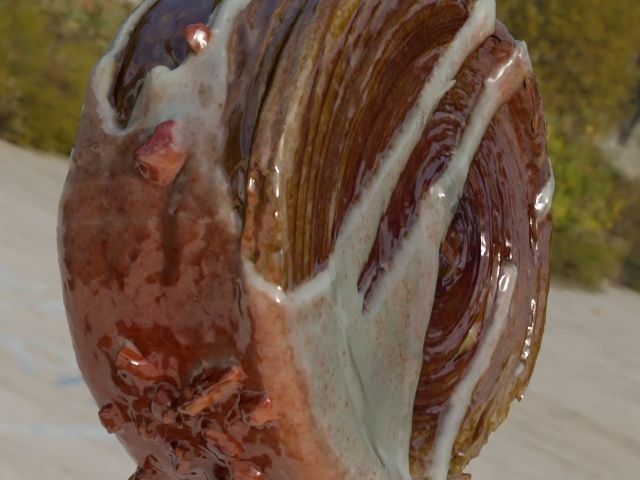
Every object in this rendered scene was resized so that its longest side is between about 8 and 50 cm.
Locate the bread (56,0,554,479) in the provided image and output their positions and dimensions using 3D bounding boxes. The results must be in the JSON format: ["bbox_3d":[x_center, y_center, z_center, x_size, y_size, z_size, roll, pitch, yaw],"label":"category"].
[{"bbox_3d":[0.000,0.000,0.452,0.073,0.160,0.160,3,-5,31],"label":"bread"}]
